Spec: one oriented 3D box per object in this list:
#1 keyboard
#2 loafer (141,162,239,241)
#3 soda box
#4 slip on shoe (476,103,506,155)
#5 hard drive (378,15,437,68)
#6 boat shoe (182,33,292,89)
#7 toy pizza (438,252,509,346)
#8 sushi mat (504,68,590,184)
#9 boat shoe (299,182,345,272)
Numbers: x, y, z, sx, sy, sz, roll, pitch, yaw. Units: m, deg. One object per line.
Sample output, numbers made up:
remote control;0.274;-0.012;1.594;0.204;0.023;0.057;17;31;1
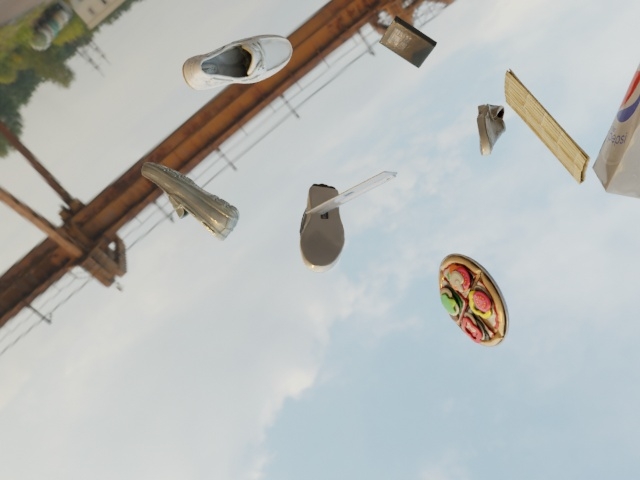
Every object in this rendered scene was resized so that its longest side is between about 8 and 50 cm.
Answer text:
keyboard;0.077;-0.121;1.643;0.256;0.072;0.014;-26;-107;31
loafer;-0.384;-0.114;1.827;0.111;0.319;0.112;-58;173;9
soda box;0.523;-0.205;0.973;0.098;0.286;0.091;10;-146;0
slip on shoe;0.264;-0.173;0.983;0.041;0.051;0.135;-5;-151;17
hard drive;0.239;-0.542;1.756;0.094;0.135;0.022;-50;-169;53
boat shoe;-0.164;-0.397;1.420;0.277;0.098;0.096;-28;-163;-29
toy pizza;0.292;0.122;1.263;0.032;0.201;0.201;-23;-158;-22
sushi mat;0.566;-0.289;1.618;0.019;0.151;0.316;-34;-113;3
boat shoe;0.000;0.000;1.817;0.127;0.158;0.340;9;-137;-1
